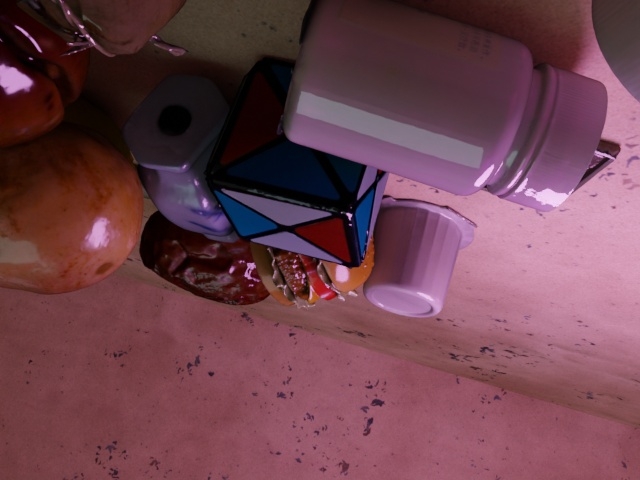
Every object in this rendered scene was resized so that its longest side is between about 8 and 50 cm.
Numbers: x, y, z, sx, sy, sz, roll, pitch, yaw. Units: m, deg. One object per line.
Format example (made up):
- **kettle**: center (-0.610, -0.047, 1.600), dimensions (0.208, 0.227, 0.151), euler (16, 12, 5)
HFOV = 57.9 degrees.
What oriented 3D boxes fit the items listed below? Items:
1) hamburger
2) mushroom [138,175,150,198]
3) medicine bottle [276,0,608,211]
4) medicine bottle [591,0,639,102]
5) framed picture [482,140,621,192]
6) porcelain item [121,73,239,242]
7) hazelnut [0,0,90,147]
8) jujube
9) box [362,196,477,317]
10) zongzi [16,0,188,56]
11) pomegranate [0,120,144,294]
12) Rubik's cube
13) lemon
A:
- **hamburger**: center (0.000, 0.000, 1.211), dimensions (0.212, 0.274, 0.274), euler (-17, 145, 24)
- **mushroom**: center (-0.380, -0.132, 1.492), dimensions (0.313, 0.081, 0.100), euler (10, 154, 23)
- **medicine bottle**: center (0.150, -0.181, 0.766), dimensions (0.379, 0.213, 0.213), euler (18, 159, 0)
- **medicine bottle**: center (0.410, -0.245, 0.415), dimensions (0.211, 0.210, 0.371), euler (23, 158, -14)
- **framed picture**: center (0.304, -0.147, 0.999), dimensions (0.315, 0.024, 0.232), euler (19, 159, -1)
- **porcelain item**: center (-0.224, -0.135, 1.148), dimensions (0.179, 0.242, 0.405), euler (33, 167, 16)
- **hazelnut**: center (-0.525, -0.321, 0.754), dimensions (0.430, 0.401, 0.402), euler (13, 160, -11)
- **jujube**: center (-0.285, 0.032, 1.568), dimensions (0.377, 0.276, 0.276), euler (8, 158, 4)
- **box**: center (0.203, 0.061, 1.336), dimensions (0.263, 0.206, 0.291), euler (13, 156, 14)
- **zongzi**: center (-0.122, -0.332, 0.511), dimensions (0.468, 0.218, 0.499), euler (11, 146, 22)
- **pomegranate**: center (-0.484, -0.048, 1.007), dimensions (0.339, 0.338, 0.338), euler (15, 159, 6)
- **Rubik's cube**: center (-0.021, -0.126, 0.992), dimensions (0.249, 0.246, 0.250), euler (14, 160, 13)
- **lemon**: center (-0.558, -0.182, 1.251), dimensions (0.322, 0.268, 0.268), euler (24, 158, -27)
